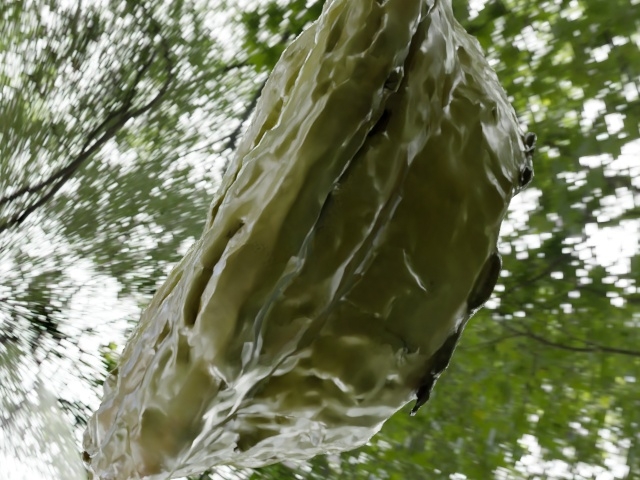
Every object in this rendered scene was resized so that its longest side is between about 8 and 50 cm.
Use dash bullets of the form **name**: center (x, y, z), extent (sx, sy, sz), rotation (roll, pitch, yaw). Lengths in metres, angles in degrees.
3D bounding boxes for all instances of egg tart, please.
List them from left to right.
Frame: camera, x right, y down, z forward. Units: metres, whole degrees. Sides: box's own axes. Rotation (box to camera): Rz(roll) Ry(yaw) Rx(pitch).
- **egg tart**: center (0.000, 0.000, 0.693), extent (0.132, 0.345, 0.345), rotation (30, -100, -9)
